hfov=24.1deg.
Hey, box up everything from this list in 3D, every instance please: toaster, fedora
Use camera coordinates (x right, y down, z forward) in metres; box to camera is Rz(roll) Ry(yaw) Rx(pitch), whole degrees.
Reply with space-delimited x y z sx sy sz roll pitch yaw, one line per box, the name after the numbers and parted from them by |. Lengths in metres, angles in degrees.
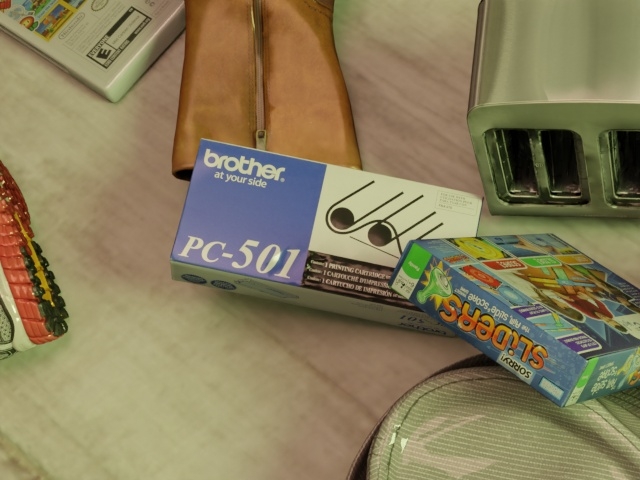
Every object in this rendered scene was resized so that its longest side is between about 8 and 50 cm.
0.193 -0.094 1.020 0.168 0.185 0.110 1 59 15 | toaster
0.137 0.164 0.931 0.275 0.124 0.243 17 69 23 | fedora

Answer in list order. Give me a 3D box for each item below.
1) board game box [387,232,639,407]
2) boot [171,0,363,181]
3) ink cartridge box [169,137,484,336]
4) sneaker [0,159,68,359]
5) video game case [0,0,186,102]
0.150 0.045 0.956 0.136 0.201 0.035 35 110 29 | board game box
0.010 -0.184 1.171 0.264 0.096 0.280 -4 69 -1 | boot
0.005 -0.002 1.065 0.207 0.046 0.097 12 70 2 | ink cartridge box
-0.275 -0.006 1.157 0.093 0.088 0.225 -26 59 2 | sneaker
-0.176 -0.249 1.297 0.206 0.026 0.227 34 76 28 | video game case
